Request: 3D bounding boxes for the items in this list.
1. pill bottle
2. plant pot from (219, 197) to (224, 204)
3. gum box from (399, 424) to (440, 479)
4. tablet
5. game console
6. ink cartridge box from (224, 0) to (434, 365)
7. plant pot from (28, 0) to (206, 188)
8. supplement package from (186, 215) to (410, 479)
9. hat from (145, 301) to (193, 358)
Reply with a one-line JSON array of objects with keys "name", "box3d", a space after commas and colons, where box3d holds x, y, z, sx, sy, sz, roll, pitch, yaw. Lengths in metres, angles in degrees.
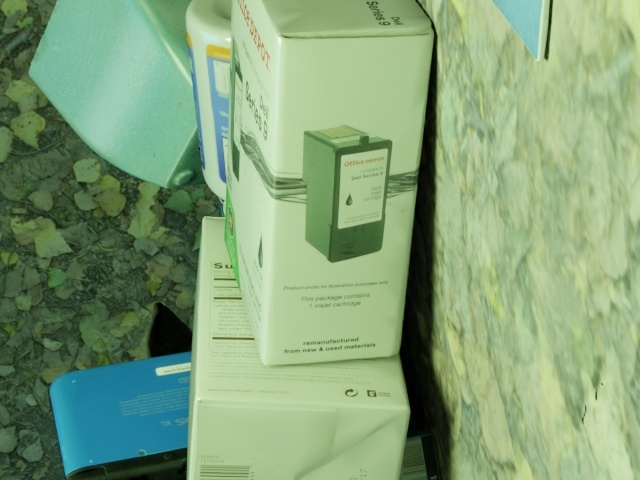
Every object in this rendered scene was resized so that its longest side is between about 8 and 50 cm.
[{"name": "pill bottle", "box3d": [-0.055, -0.128, 1.338, 0.152, 0.152, 0.272, -110, 13, -53]}, {"name": "plant pot", "box3d": [-0.073, -0.078, 1.639, 0.096, 0.109, 0.109, 49, -175, -39]}, {"name": "gum box", "box3d": [0.080, 0.254, 1.185, 0.184, 0.041, 0.157, 153, 108, -82]}, {"name": "tablet", "box3d": [0.109, -0.139, 0.689, 0.083, 0.006, 0.054, -111, 15, -52]}, {"name": "game console", "box3d": [-0.112, 0.251, 1.289, 0.250, 0.293, 0.173, -118, 25, -52]}, {"name": "ink cartridge box", "box3d": [-0.004, -0.077, 1.032, 0.211, 0.121, 0.289, -113, 23, -57]}, {"name": "plant pot", "box3d": [-0.159, -0.205, 1.518, 0.252, 0.248, 0.247, 56, 134, 25]}, {"name": "supplement package", "box3d": [-0.031, 0.126, 1.147, 0.293, 0.175, 0.177, -97, 11, -60]}, {"name": "hat", "box3d": [-0.082, 0.204, 1.491, 0.331, 0.134, 0.331, -23, -90, -86]}]
